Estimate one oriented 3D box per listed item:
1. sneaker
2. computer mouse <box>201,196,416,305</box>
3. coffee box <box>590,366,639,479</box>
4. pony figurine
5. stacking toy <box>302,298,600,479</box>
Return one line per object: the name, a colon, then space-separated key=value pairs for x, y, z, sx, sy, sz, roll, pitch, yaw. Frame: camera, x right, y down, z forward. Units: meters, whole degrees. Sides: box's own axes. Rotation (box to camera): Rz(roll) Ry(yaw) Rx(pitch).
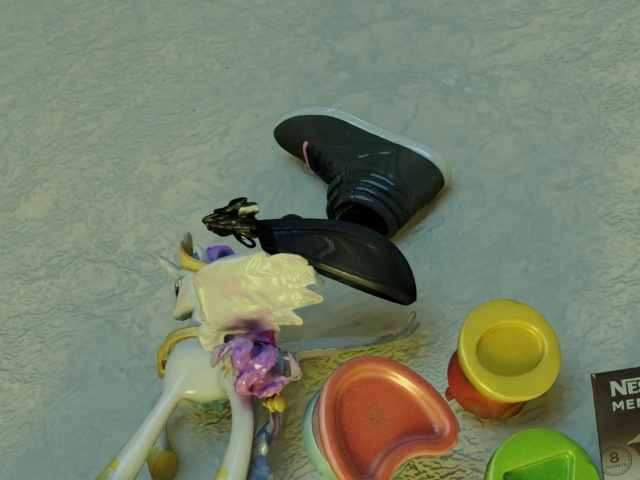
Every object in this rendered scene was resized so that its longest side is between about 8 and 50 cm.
sneaker: x=0.023 y=-0.094 z=1.781 sx=0.295 sy=0.105 sz=0.147 roll=21 pitch=56 yaw=31
computer mouse: x=0.000 y=0.000 z=1.522 sx=0.188 sy=0.272 sz=0.072 roll=170 pitch=122 yaw=-78
coffee box: x=0.441 y=0.213 z=1.310 sx=0.297 sy=0.119 sz=0.168 roll=-10 pitch=48 yaw=16
pony figurine: x=-0.099 y=0.151 z=1.537 sx=0.351 sy=0.303 sz=0.364 roll=-2 pitch=65 yaw=34
stacking toy: x=0.145 y=0.240 z=1.412 sx=0.309 sy=0.130 sz=0.280 roll=-16 pitch=71 yaw=-22
